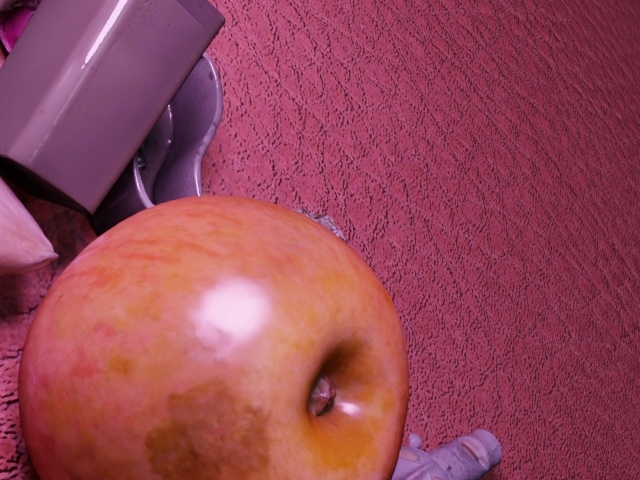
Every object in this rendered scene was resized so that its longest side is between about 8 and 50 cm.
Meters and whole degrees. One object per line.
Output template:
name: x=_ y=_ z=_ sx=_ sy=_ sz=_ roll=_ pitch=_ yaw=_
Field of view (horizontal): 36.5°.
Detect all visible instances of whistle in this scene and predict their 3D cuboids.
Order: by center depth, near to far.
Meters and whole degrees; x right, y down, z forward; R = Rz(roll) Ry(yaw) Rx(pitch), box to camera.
whistle: x=0.123 y=0.303 z=1.179 sx=0.346 sy=0.142 sz=0.134 roll=-9 pitch=114 yaw=-56

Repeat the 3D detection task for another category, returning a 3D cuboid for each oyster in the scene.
oyster: x=0.000 y=0.001 z=1.257 sx=0.100 sy=0.037 sz=0.098 roll=-3 pitch=73 yaw=-44

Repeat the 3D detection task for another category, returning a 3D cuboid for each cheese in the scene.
cheese: x=-0.313 y=-0.238 z=1.071 sx=0.095 sy=0.038 sz=0.145 roll=12 pitch=57 yaw=-41

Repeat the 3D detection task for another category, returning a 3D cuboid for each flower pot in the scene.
flower pot: x=-0.185 y=-0.107 z=1.082 sx=0.103 sy=0.108 sz=0.229 roll=26 pitch=56 yaw=-33

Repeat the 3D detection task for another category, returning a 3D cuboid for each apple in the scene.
apple: x=-0.087 y=0.131 z=0.894 sx=0.363 sy=0.364 sz=0.364 roll=20 pitch=59 yaw=-36

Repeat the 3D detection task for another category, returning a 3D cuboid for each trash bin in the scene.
trash bin: x=-0.229 y=-0.160 z=0.960 sx=0.122 sy=0.164 sz=0.241 roll=41 pitch=72 yaw=-40

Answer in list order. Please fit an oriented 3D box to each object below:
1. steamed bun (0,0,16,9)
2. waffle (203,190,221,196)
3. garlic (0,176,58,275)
steamed bun: x=-0.367 y=-0.323 z=0.988 sx=0.211 sy=0.144 sz=0.218 roll=45 pitch=75 yaw=-5
waffle: x=-0.110 y=0.046 z=1.126 sx=0.160 sy=0.046 sz=0.192 roll=35 pitch=53 yaw=-31
garlic: x=-0.387 y=-0.062 z=0.867 sx=0.318 sy=0.112 sz=0.143 roll=46 pitch=32 yaw=-9
